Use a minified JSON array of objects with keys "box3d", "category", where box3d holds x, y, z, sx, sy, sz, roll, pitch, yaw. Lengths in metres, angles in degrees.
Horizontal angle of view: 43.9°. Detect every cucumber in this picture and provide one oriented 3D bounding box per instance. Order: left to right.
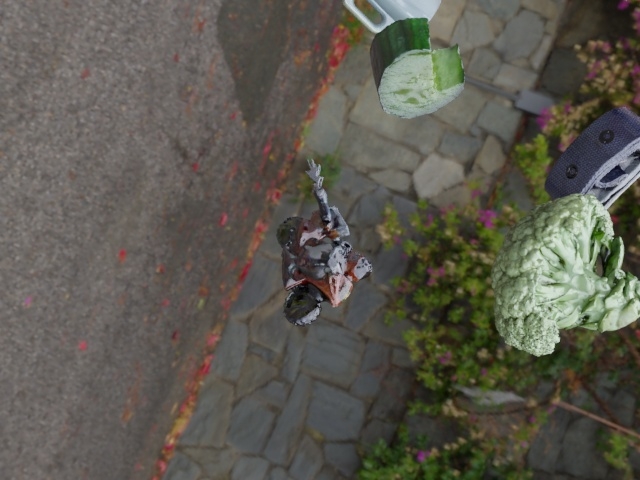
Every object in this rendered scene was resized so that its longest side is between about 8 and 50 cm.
[{"box3d":[0.184,-0.355,1.618,0.191,0.191,0.130,94,-12,-57],"category":"cucumber"}]

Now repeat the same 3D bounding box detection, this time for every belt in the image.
[{"box3d":[0.567,-0.145,1.578,0.140,0.126,0.230,23,115,-45],"category":"belt"}]

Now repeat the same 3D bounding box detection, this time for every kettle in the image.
[{"box3d":[0.188,-0.690,2.248,0.210,0.243,0.160,-57,-154,7],"category":"kettle"}]

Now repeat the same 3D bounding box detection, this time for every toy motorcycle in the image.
[{"box3d":[0.000,0.000,1.787,0.134,0.207,0.401,64,14,-52],"category":"toy motorcycle"}]

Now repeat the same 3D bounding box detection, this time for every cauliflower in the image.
[{"box3d":[0.413,0.061,1.318,0.275,0.250,0.272,-63,167,11],"category":"cauliflower"}]
